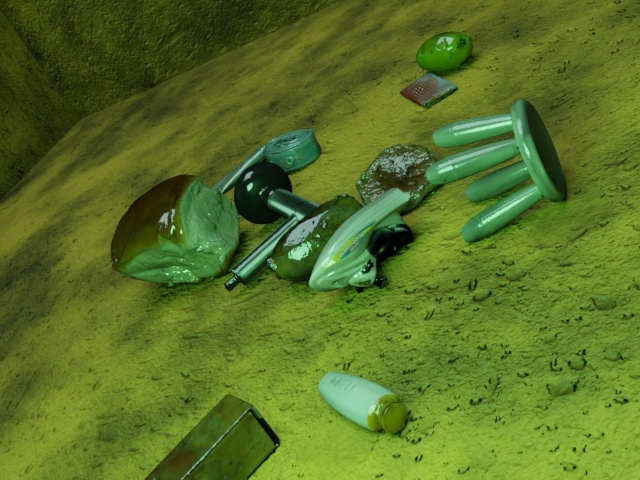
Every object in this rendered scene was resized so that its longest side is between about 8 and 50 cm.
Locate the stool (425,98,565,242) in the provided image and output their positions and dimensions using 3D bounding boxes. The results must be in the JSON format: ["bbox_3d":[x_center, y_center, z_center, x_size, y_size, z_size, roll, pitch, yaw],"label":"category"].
[{"bbox_3d":[0.321,-0.136,1.507,0.198,0.195,0.195,-19,29,26],"label":"stool"}]

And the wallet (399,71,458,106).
[{"bbox_3d":[0.288,-0.406,2.214,0.103,0.020,0.196,-32,26,-2],"label":"wallet"}]

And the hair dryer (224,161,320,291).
[{"bbox_3d":[-0.135,-0.039,1.880,0.284,0.156,0.320,-25,31,-17],"label":"hair dryer"}]

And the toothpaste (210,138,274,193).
[{"bbox_3d":[-0.223,-0.213,2.409,0.255,0.037,0.067,-41,33,-12],"label":"toothpaste"}]

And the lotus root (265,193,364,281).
[{"bbox_3d":[0.000,0.000,1.700,0.241,0.123,0.124,-39,-4,-9],"label":"lotus root"}]

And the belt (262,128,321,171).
[{"bbox_3d":[-0.082,-0.251,2.274,0.163,0.082,0.148,-18,25,24],"label":"belt"}]

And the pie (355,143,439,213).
[{"bbox_3d":[0.176,-0.134,1.789,0.195,0.046,0.195,-14,48,16],"label":"pie"}]

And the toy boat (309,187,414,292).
[{"bbox_3d":[0.089,0.017,1.580,0.140,0.141,0.269,-6,36,42],"label":"toy boat"}]

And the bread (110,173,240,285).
[{"bbox_3d":[-0.358,-0.012,1.982,0.279,0.225,0.250,-28,35,24],"label":"bread"}]

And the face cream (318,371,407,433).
[{"bbox_3d":[0.063,0.248,1.275,0.072,0.051,0.182,-41,26,-21],"label":"face cream"}]

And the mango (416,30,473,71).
[{"bbox_3d":[0.339,-0.514,2.264,0.119,0.100,0.178,0,-7,-41],"label":"mango"}]

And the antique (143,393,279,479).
[{"bbox_3d":[-0.207,0.387,1.278,0.310,0.093,0.087,-44,29,-23],"label":"antique"}]
